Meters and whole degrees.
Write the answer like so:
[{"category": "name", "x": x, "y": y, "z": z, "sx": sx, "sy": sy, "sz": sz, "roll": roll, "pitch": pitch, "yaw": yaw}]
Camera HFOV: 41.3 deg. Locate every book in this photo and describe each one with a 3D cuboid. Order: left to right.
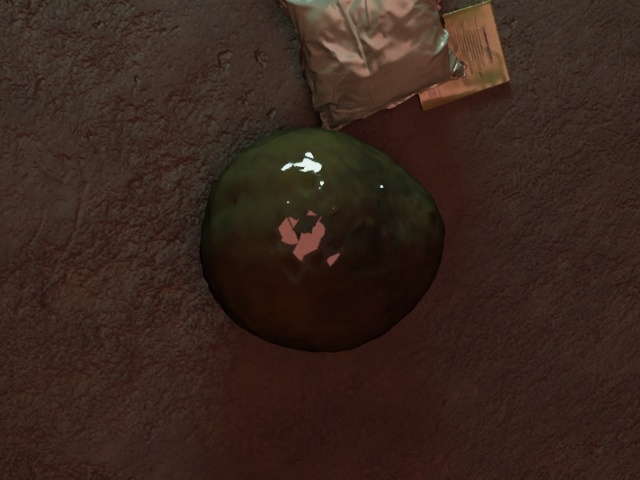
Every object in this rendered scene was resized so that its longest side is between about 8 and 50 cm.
[{"category": "book", "x": 0.268, "y": -0.365, "z": 1.678, "sx": 0.192, "sy": 0.013, "sz": 0.168, "roll": -19, "pitch": 104, "yaw": -5}]

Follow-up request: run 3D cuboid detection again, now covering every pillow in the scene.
[{"category": "pillow", "x": 0.100, "y": -0.375, "z": 1.565, "sx": 0.310, "sy": 0.138, "sz": 0.283, "roll": -20, "pitch": 118, "yaw": 7}]

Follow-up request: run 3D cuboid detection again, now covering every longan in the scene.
[{"category": "longan", "x": -0.008, "y": 0.005, "z": 1.538, "sx": 0.435, "sy": 0.404, "sz": 0.404, "roll": 17, "pitch": 99, "yaw": -39}]
